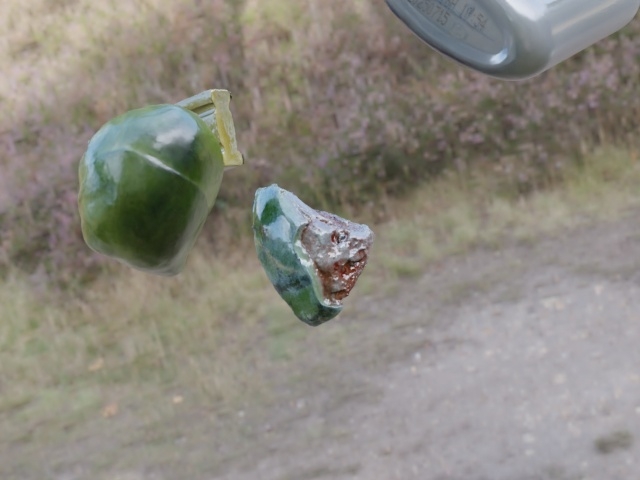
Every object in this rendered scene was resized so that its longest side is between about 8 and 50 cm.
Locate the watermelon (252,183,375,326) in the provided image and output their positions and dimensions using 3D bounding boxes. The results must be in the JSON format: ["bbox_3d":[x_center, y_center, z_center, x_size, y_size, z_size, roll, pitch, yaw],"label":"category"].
[{"bbox_3d":[0.000,0.000,1.528,0.139,0.187,0.071,-19,-13,-20],"label":"watermelon"}]

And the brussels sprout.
[{"bbox_3d":[-0.145,-0.046,1.077,0.118,0.155,0.155,24,14,-11],"label":"brussels sprout"}]

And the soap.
[{"bbox_3d":[-0.192,-0.104,1.541,0.252,0.092,0.037,-15,-6,44],"label":"soap"}]

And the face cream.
[{"bbox_3d":[0.159,-0.196,0.923,0.144,0.071,0.291,39,38,15],"label":"face cream"}]
